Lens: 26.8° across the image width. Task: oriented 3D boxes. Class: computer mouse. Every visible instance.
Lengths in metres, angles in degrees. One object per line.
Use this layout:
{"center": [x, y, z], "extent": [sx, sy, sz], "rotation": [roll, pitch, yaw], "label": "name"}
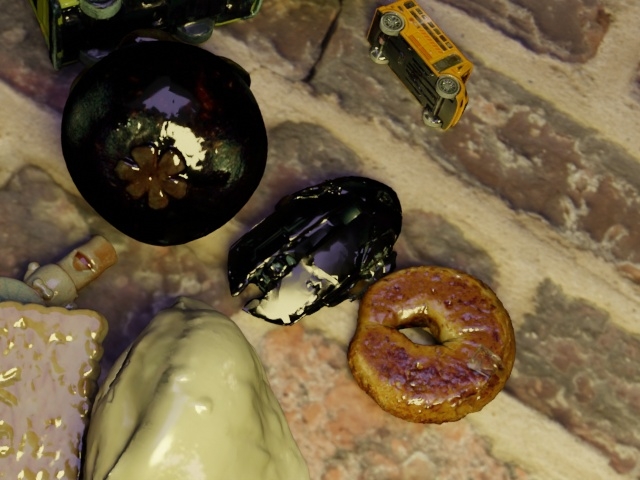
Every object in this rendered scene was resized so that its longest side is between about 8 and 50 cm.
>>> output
{"center": [0.000, 0.000, 1.472], "extent": [0.241, 0.077, 0.146], "rotation": [-37, 73, -26], "label": "computer mouse"}

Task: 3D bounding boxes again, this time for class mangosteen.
{"center": [-0.166, -0.117, 1.435], "extent": [0.243, 0.243, 0.243], "rotation": [5, 61, -9], "label": "mangosteen"}

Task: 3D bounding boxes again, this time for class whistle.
{"center": [-0.301, 0.067, 1.388], "extent": [0.107, 0.057, 0.220], "rotation": [45, 58, 8], "label": "whistle"}

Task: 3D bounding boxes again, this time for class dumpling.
{"center": [-0.101, 0.191, 1.284], "extent": [0.243, 0.187, 0.318], "rotation": [31, 50, -9], "label": "dumpling"}

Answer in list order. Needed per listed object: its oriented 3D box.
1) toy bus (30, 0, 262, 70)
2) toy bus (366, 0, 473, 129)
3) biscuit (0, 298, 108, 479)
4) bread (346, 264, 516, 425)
{"center": [-0.205, -0.310, 1.567], "extent": [0.262, 0.128, 0.150], "rotation": [-18, 67, -19], "label": "toy bus"}
{"center": [0.127, -0.214, 1.616], "extent": [0.074, 0.069, 0.162], "rotation": [-29, 70, -26], "label": "toy bus"}
{"center": [-0.321, 0.213, 1.276], "extent": [0.217, 0.044, 0.325], "rotation": [4, 74, -10], "label": "biscuit"}
{"center": [0.121, 0.112, 1.446], "extent": [0.193, 0.064, 0.193], "rotation": [2, 60, -4], "label": "bread"}
